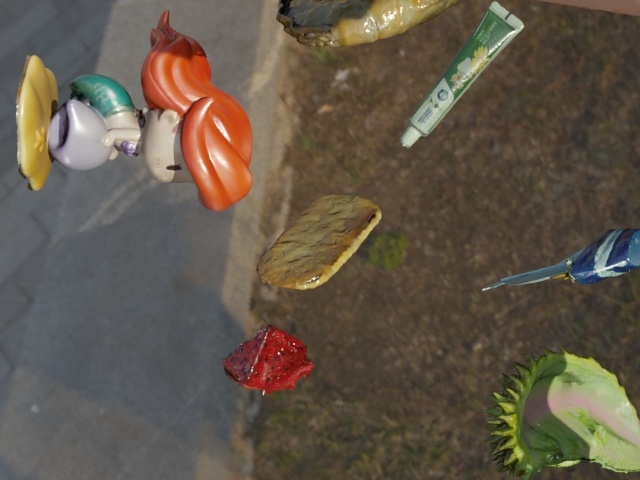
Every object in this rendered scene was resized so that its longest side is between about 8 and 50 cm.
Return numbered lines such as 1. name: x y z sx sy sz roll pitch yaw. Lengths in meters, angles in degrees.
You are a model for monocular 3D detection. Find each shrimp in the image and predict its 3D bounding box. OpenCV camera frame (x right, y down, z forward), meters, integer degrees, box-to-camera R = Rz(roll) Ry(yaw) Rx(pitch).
1. shrimp: 0.068 -0.258 1.130 0.253 0.058 0.173 -34 41 -24

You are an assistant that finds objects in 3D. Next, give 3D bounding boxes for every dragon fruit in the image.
1. dragon fruit: -0.062 0.185 1.610 0.097 0.131 0.063 -43 45 15

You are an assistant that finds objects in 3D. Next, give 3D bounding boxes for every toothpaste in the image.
1. toothpaste: 0.164 -0.194 1.379 0.049 0.031 0.204 39 97 4

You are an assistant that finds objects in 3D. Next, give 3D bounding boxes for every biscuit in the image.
1. biscuit: 0.000 0.000 1.654 0.119 0.029 0.247 8 35 29

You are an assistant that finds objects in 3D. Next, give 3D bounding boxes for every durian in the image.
1. durian: 0.343 0.252 1.600 0.169 0.356 0.157 44 116 38

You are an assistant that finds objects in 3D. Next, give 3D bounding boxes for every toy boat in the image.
1. toy boat: 0.406 0.041 1.963 0.291 0.067 0.220 -13 9 35

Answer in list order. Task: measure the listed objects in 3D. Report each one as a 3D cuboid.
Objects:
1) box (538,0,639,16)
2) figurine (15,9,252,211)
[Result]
1. box: 0.136 -0.239 0.654 0.215 0.215 0.086 11 53 8
2. figurine: -0.202 -0.142 1.308 0.257 0.180 0.208 4 42 -3
